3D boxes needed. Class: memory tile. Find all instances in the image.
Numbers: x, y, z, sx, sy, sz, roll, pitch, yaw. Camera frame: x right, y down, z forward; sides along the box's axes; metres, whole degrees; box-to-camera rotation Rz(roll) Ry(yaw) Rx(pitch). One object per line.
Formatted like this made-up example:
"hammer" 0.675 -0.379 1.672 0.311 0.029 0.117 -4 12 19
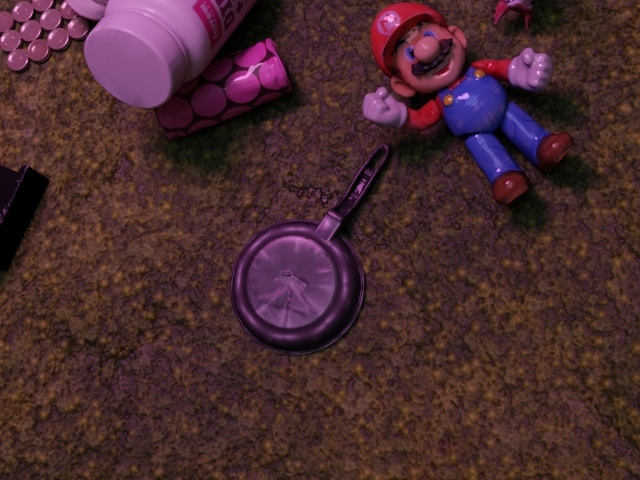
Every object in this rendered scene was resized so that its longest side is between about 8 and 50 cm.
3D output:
"memory tile" -0.444 -0.341 1.632 0.148 0.012 0.113 -27 74 3

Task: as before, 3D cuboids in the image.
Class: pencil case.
"pencil case" -0.150 -0.230 1.515 0.209 0.095 0.098 -18 50 4

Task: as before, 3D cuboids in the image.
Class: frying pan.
"frying pan" 0.015 0.025 1.450 0.326 0.053 0.197 -37 75 4

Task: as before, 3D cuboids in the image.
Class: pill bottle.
"pill bottle" -0.202 -0.323 1.447 0.160 0.160 0.283 18 51 14

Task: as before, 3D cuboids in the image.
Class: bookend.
"bookend" -0.523 -0.057 1.553 0.157 0.072 0.156 20 81 15

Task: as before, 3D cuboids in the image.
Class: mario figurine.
"mario figurine" 0.189 -0.201 1.395 0.320 0.170 0.198 47 55 9

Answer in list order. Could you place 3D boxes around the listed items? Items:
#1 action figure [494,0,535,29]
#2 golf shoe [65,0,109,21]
"action figure" 0.308 -0.481 1.430 0.276 0.248 0.370 42 116 48
"golf shoe" -0.377 -0.486 1.579 0.140 0.115 0.306 -43 76 38
